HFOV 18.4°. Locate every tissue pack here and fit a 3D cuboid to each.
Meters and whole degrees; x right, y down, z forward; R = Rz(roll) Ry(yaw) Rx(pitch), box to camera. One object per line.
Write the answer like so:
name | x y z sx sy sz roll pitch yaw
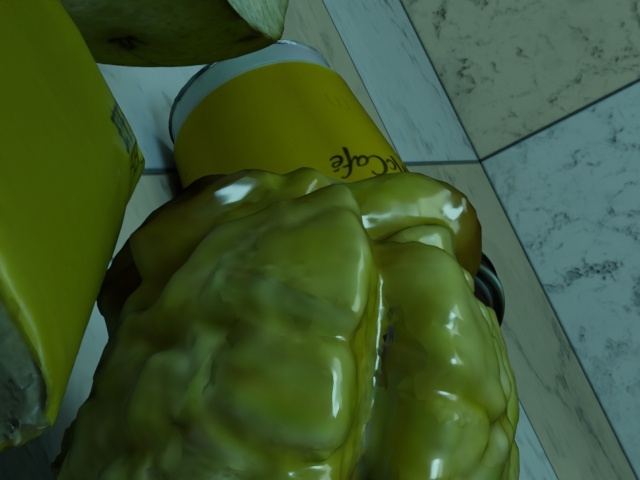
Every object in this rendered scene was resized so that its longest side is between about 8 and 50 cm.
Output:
tissue pack | -0.178 -0.034 0.865 0.192 0.134 0.271 59 15 -20

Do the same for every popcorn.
popcorn | -0.017 0.102 0.919 0.225 0.265 0.332 28 54 -7

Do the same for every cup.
cup | 0.000 0.000 1.366 0.196 0.196 0.279 44 16 -52

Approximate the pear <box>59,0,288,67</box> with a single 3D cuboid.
pear | -0.169 -0.239 1.157 0.340 0.191 0.386 67 14 -1
